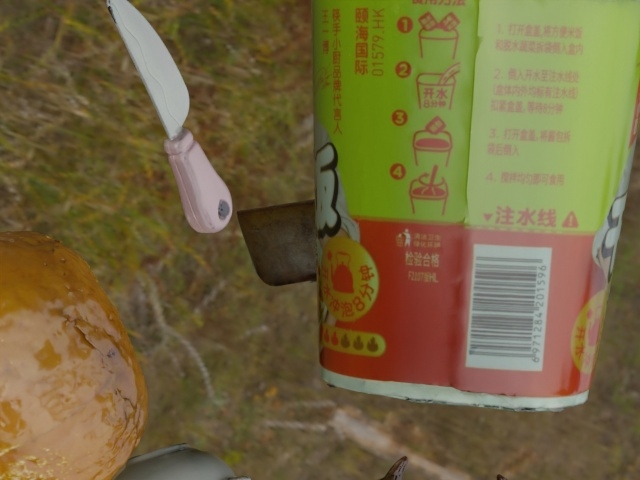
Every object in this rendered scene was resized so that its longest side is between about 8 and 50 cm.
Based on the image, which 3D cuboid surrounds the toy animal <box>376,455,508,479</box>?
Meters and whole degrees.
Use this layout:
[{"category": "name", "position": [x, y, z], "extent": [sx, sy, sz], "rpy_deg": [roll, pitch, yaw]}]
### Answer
[{"category": "toy animal", "position": [0.180, 0.387, 1.656], "extent": [0.185, 0.298, 0.122], "rpy_deg": [-35, 173, -24]}]

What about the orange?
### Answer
[{"category": "orange", "position": [-0.372, 0.161, 1.657], "extent": [0.293, 0.340, 0.340], "rpy_deg": [-27, 131, -12]}]

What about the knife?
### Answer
[{"category": "knife", "position": [-0.175, -0.156, 1.670], "extent": [0.081, 0.043, 0.336], "rpy_deg": [-55, 136, -46]}]

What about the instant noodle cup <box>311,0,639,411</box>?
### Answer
[{"category": "instant noodle cup", "position": [0.109, -0.047, 1.017], "extent": [0.294, 0.294, 0.307], "rpy_deg": [-2, 98, -53]}]

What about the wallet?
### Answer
[{"category": "wallet", "position": [0.000, 0.000, 2.055], "extent": [0.031, 0.255, 0.137], "rpy_deg": [-48, 124, -52]}]

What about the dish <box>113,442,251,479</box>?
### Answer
[{"category": "dish", "position": [-0.207, 0.334, 1.949], "extent": [0.228, 0.236, 0.086], "rpy_deg": [-10, 77, -35]}]
